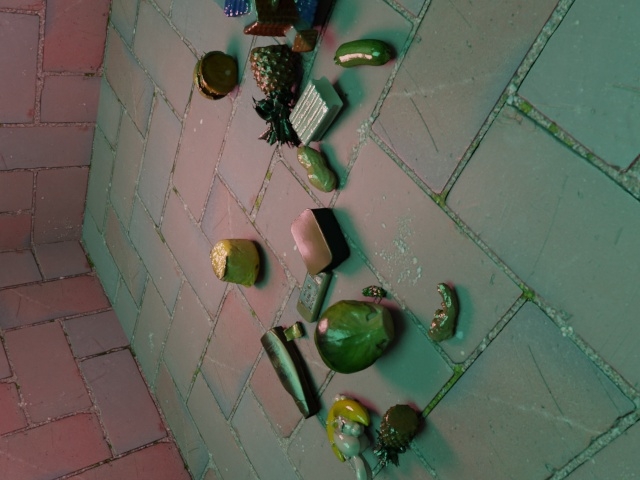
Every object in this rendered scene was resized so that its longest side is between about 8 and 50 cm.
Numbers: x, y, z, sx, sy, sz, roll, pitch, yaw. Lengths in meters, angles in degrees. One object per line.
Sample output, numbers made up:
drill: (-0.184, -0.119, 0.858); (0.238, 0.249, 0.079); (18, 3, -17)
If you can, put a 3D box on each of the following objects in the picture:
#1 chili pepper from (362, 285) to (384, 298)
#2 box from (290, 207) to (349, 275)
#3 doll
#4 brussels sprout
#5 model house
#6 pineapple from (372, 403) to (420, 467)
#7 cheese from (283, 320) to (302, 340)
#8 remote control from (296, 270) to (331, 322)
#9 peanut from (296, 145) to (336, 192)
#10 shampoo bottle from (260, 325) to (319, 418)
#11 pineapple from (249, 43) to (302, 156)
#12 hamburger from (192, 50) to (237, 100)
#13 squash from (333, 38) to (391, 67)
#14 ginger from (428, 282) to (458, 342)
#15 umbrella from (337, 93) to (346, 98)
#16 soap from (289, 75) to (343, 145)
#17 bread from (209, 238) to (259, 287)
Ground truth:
chili pepper: (0.163, 0.159, 1.735); (0.091, 0.034, 0.030); (2, 133, 50)
box: (0.000, 0.000, 1.847); (0.144, 0.090, 0.201); (-44, 64, 47)
doll: (0.098, 0.638, 1.859); (0.252, 0.111, 0.237); (19, 103, 56)
brussels sprout: (0.106, 0.281, 1.701); (0.271, 0.210, 0.219); (-28, 81, 35)
model house: (-0.126, -0.716, 1.672); (0.329, 0.295, 0.251); (59, 142, 28)
pineapple: (0.218, 0.599, 1.716); (0.125, 0.125, 0.251); (49, 143, 33)
cheese: (-0.098, 0.337, 2.088); (0.084, 0.041, 0.060); (-30, 82, 34)
remote control: (-0.025, 0.178, 1.963); (0.098, 0.038, 0.233); (43, 129, 36)
peanut: (-0.015, -0.233, 1.817); (0.082, 0.082, 0.187); (-48, 63, 45)
shampoo bottle: (-0.111, 0.495, 2.108); (0.125, 0.084, 0.350); (-50, 61, 42)
pineapple: (-0.150, -0.460, 1.873); (0.166, 0.166, 0.364); (8, 105, 50)
hamburger: (-0.405, -0.636, 2.150); (0.113, 0.177, 0.185); (1, 126, 58)
squash: (0.116, -0.529, 1.596); (0.219, 0.068, 0.077); (14, 114, 50)
ginger: (0.334, 0.199, 1.515); (0.069, 0.051, 0.173); (24, 112, 40)
umbrella: (0.025, -0.436, 1.769); (0.165, 0.025, 0.027); (-9, 118, 53)
soap: (-0.018, -0.403, 1.765); (0.119, 0.067, 0.198); (61, 147, 12)
bread: (-0.331, 0.088, 2.220); (0.197, 0.171, 0.197); (-10, 78, 55)
